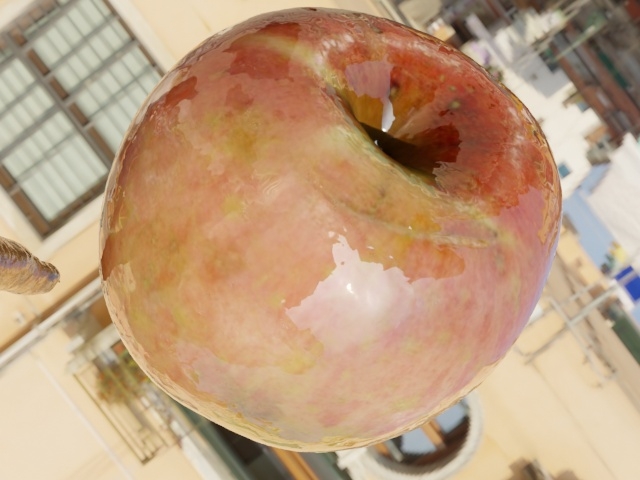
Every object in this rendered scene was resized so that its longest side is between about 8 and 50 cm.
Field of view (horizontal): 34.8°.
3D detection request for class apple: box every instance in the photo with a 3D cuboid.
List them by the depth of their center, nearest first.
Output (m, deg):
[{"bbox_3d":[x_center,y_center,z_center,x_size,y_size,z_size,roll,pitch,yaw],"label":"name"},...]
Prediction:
[{"bbox_3d":[0.000,0.000,0.847,0.364,0.364,0.364,-37,-177,2],"label":"apple"}]

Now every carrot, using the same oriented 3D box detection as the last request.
[{"bbox_3d":[-0.265,0.018,0.805,0.059,0.059,0.248,-37,170,2],"label":"carrot"}]
